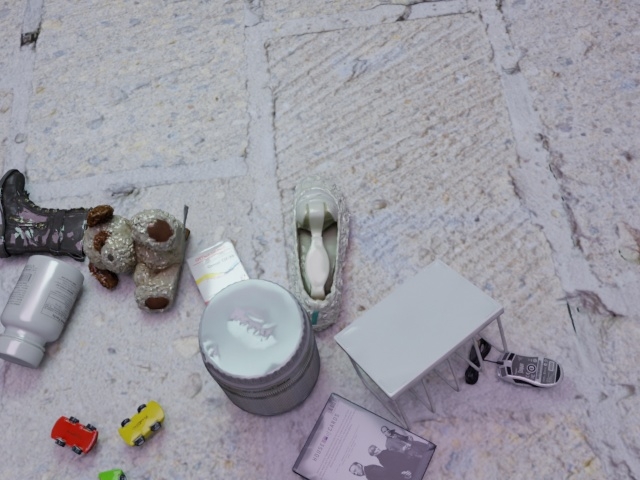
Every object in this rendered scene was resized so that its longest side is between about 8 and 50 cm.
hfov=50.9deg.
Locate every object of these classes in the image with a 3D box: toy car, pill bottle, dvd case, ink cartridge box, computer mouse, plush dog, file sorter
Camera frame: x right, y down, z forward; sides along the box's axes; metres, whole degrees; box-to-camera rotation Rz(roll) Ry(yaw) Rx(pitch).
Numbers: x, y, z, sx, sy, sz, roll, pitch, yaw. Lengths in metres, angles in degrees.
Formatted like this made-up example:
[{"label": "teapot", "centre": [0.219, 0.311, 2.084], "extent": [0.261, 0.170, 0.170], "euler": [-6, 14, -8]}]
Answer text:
[{"label": "toy car", "centre": [-0.427, 0.457, 1.375], "extent": [0.239, 0.053, 0.224], "euler": [-11, 63, 0]}, {"label": "pill bottle", "centre": [-0.633, 0.160, 1.500], "extent": [0.131, 0.131, 0.229], "euler": [11, 65, 10]}, {"label": "dvd case", "centre": [0.089, 0.439, 1.355], "extent": [0.239, 0.029, 0.179], "euler": [24, 67, 16]}, {"label": "ink cartridge box", "centre": [-0.230, 0.079, 1.543], "extent": [0.115, 0.067, 0.198], "euler": [-26, 64, -8]}, {"label": "computer mouse", "centre": [0.407, 0.271, 1.410], "extent": [0.193, 0.042, 0.106], "euler": [11, 60, 16]}, {"label": "plush dog", "centre": [-0.428, 0.009, 1.534], "extent": [0.226, 0.262, 0.210], "euler": [7, 30, -2]}, {"label": "file sorter", "centre": [0.211, 0.216, 1.358], "extent": [0.278, 0.173, 0.193], "euler": [-35, 42, -13]}]

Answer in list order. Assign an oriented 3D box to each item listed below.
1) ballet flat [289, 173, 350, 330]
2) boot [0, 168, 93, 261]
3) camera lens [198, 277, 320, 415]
[{"label": "ballet flat", "centre": [0.000, 0.000, 1.531], "extent": [0.147, 0.147, 0.408], "euler": [-4, 62, 3]}, {"label": "boot", "centre": [-0.669, -0.061, 1.652], "extent": [0.229, 0.091, 0.262], "euler": [-4, 67, -3]}, {"label": "camera lens", "centre": [-0.117, 0.219, 1.346], "extent": [0.220, 0.274, 0.219], "euler": [-2, 63, 4]}]
